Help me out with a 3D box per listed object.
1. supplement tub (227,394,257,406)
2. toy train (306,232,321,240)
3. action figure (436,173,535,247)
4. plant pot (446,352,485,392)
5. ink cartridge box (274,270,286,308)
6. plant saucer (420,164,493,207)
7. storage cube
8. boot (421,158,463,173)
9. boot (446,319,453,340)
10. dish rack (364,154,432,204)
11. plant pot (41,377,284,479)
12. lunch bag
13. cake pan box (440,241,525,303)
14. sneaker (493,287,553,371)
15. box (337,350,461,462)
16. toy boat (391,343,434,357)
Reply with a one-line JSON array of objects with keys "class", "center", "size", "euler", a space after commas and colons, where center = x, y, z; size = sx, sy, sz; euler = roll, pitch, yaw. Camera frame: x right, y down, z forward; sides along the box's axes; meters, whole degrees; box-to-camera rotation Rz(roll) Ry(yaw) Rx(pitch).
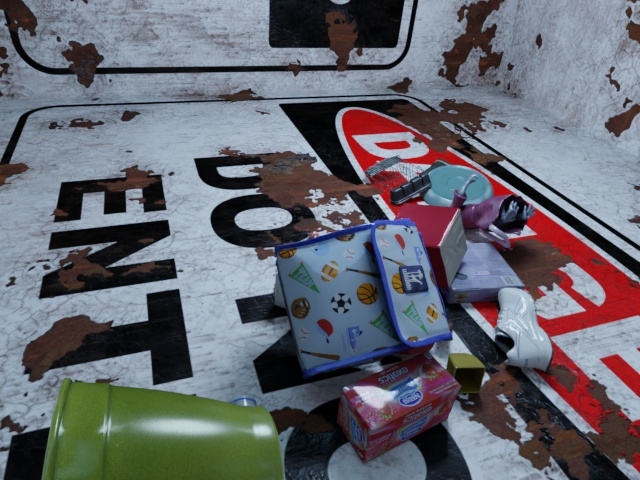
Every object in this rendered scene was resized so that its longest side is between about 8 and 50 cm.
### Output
[{"class": "supplement tub", "center": [-0.170, 0.405, 1.033], "size": [0.070, 0.071, 0.107], "euler": [-4, 35, -14]}, {"class": "toy train", "center": [0.000, 0.000, 1.611], "size": [0.166, 0.046, 0.125], "euler": [-5, 38, 39]}, {"class": "action figure", "center": [0.592, -0.078, 1.757], "size": [0.370, 0.248, 0.276], "euler": [0, 56, 49]}, {"class": "plant pot", "center": [0.365, 0.334, 1.205], "size": [0.081, 0.082, 0.083], "euler": [1, 24, -6]}, {"class": "ink cartridge box", "center": [-0.030, 0.139, 1.384], "size": [0.176, 0.128, 0.128], "euler": [19, 37, 17]}, {"class": "plant saucer", "center": [0.590, -0.235, 2.024], "size": [0.317, 0.044, 0.318], "euler": [-2, 46, 2]}, {"class": "storage cube", "center": [0.338, 0.010, 1.490], "size": [0.193, 0.184, 0.215], "euler": [9, 48, 36]}, {"class": "boot", "center": [0.585, -0.301, 2.170], "size": [0.137, 0.077, 0.197], "euler": [-35, 44, -31]}, {"class": "boot", "center": [0.329, 0.245, 1.333], "size": [0.106, 0.037, 0.114], "euler": [19, 18, 15]}, {"class": "dish rack", "center": [0.328, -0.277, 2.046], "size": [0.208, 0.074, 0.271], "euler": [-28, 39, -15]}, {"class": "plant pot", "center": [-0.259, 0.418, 0.797], "size": [0.352, 0.367, 0.367], "euler": [4, 33, -22]}, {"class": "lunch bag", "center": [0.106, 0.136, 1.162], "size": [0.385, 0.239, 0.328], "euler": [-12, 75, -8]}, {"class": "cake pan box", "center": [0.511, 0.102, 1.568], "size": [0.266, 0.070, 0.246], "euler": [-3, 37, -12]}, {"class": "sneaker", "center": [0.559, 0.240, 1.345], "size": [0.129, 0.111, 0.297], "euler": [0, 34, 2]}, {"class": "box", "center": [0.178, 0.375, 1.072], "size": [0.256, 0.128, 0.123], "euler": [-14, 39, -27]}, {"class": "toy boat", "center": [0.228, 0.203, 1.307], "size": [0.150, 0.151, 0.231], "euler": [-5, 36, -16]}]
